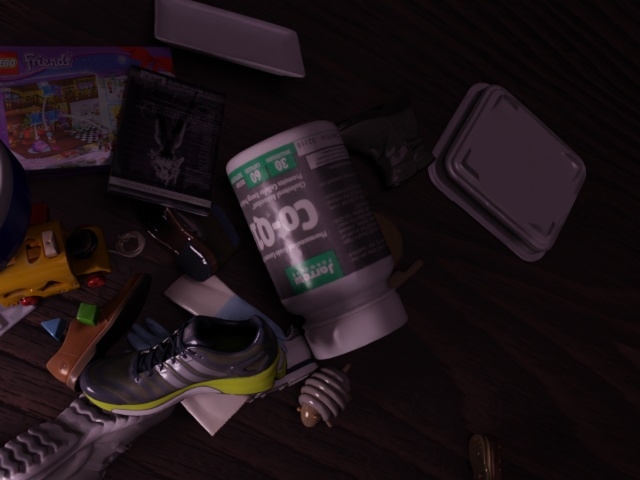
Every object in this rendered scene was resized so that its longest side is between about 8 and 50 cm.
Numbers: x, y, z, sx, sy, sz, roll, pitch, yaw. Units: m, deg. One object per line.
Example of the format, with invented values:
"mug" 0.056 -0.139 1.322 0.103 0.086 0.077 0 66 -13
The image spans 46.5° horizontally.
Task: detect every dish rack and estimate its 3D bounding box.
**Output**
"dish rack" 0.405 -0.150 1.539 0.333 0.072 0.285 38 66 -14

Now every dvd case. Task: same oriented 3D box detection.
"dvd case" -0.244 -0.161 1.202 0.165 0.018 0.221 14 69 -24

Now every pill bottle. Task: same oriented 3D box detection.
"pill bottle" 0.000 0.000 1.248 0.204 0.204 0.360 -23 89 -26

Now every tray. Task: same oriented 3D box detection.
"tray" -0.163 -0.356 1.318 0.271 0.030 0.145 10 45 -22

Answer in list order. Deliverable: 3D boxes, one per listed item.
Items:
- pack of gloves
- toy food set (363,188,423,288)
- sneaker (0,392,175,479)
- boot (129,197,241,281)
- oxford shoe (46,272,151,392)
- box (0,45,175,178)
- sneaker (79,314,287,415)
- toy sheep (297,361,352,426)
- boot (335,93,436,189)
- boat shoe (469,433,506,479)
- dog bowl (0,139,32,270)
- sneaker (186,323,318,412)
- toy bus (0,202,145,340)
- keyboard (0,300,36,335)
"pack of gloves" -0.181 0.171 1.189 0.232 0.046 0.195 36 67 20
"toy food set" 0.092 0.006 1.388 0.132 0.038 0.192 -34 85 -31
"sneaker" -0.342 0.301 1.112 0.281 0.105 0.115 -24 127 -32
"boot" -0.227 -0.038 1.241 0.219 0.082 0.106 53 40 2
"oxford shoe" -0.340 0.125 1.148 0.076 0.076 0.212 27 61 14
"box" -0.374 -0.209 1.201 0.294 0.057 0.200 -7 83 -26
"sneaker" -0.201 0.167 1.085 0.300 0.121 0.111 -11 43 -8
"toy sheep" 0.011 0.262 1.270 0.091 0.091 0.132 42 62 -12
"boot" 0.106 -0.165 1.403 0.247 0.083 0.161 -27 97 -25
"boat shoe" 0.318 0.451 1.383 0.060 0.064 0.177 6 75 -21
"dog bowl" -0.539 -0.052 1.011 0.265 0.104 0.264 -1 71 1
"sneaker" -0.121 0.217 1.228 0.235 0.090 0.094 -17 75 -30
"toy bus" -0.391 0.022 1.090 0.191 0.104 0.202 25 69 5
"keyboard" -0.537 0.025 1.108 0.256 0.014 0.072 51 60 -8
